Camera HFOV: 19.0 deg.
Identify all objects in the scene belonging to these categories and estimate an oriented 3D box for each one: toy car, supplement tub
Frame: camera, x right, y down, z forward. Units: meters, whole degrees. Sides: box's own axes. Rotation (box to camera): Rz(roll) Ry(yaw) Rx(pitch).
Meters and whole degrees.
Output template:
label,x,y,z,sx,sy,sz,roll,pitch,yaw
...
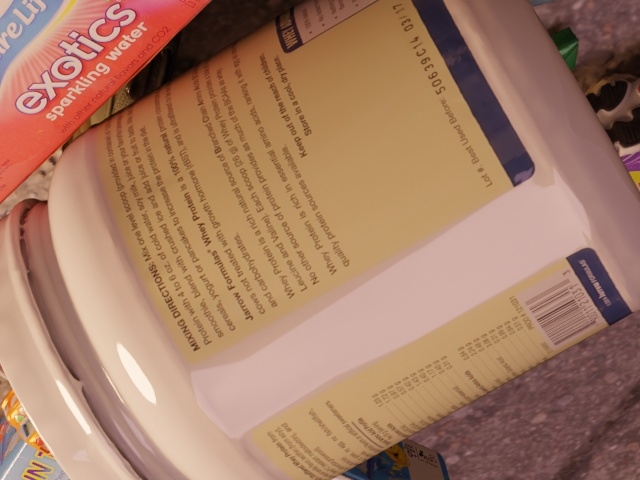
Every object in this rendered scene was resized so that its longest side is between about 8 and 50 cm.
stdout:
label,x,y,z,sx,sy,sz,roll,pitch,yaw
toy car,-0.144,0.102,1.231,0.122,0.040,0.060,-28,119,11
supplement tub,0.000,0.000,1.043,0.325,0.235,0.235,-30,139,8

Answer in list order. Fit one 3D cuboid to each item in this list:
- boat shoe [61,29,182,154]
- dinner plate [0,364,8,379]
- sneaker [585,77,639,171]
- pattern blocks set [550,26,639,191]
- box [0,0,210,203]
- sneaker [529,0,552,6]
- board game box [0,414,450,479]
label,x,y,z,sx,sy,sz,roll,pitch,yaw
boat shoe,-0.122,-0.062,1.186,0.073,0.080,0.223,-2,133,-13
dinner plate,-0.171,0.056,1.346,0.141,0.017,0.141,-12,140,-11
sneaker,0.249,-0.087,1.297,0.170,0.068,0.071,-14,155,6
pattern blocks set,0.233,-0.052,1.383,0.285,0.026,0.325,-42,135,23
box,-0.187,-0.144,1.019,0.300,0.142,0.154,-42,136,23
sneaker,0.158,-0.273,1.030,0.319,0.127,0.208,-40,138,21
board game box,-0.111,0.230,1.385,0.302,0.086,0.308,27,115,-19
